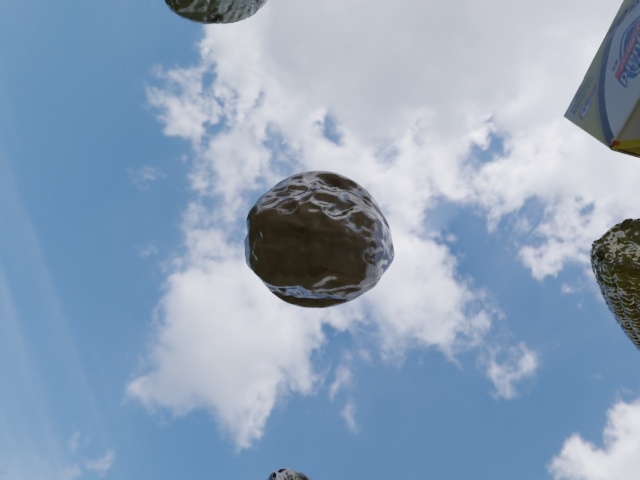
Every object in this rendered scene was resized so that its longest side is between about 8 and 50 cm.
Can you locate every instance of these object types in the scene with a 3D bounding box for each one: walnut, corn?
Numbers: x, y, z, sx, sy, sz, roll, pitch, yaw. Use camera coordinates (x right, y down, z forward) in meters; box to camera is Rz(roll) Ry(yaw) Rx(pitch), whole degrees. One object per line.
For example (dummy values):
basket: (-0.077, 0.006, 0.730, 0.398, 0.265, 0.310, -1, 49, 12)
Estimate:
walnut: (0.000, 0.001, 0.831, 0.273, 0.273, 0.227, -7, -116, 29)
corn: (0.494, 0.096, 0.668, 0.131, 0.131, 0.344, -31, -58, 31)

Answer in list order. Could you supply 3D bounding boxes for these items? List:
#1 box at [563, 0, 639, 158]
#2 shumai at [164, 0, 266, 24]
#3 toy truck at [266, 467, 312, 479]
box: (0.449, -0.251, 0.603, 0.097, 0.168, 0.265, 14, -58, -3)
shumai: (-0.262, -0.627, 1.015, 0.288, 0.329, 0.292, 21, -53, 43)
toy truck: (0.038, 0.385, 0.368, 0.405, 0.254, 0.181, 32, -84, 7)
